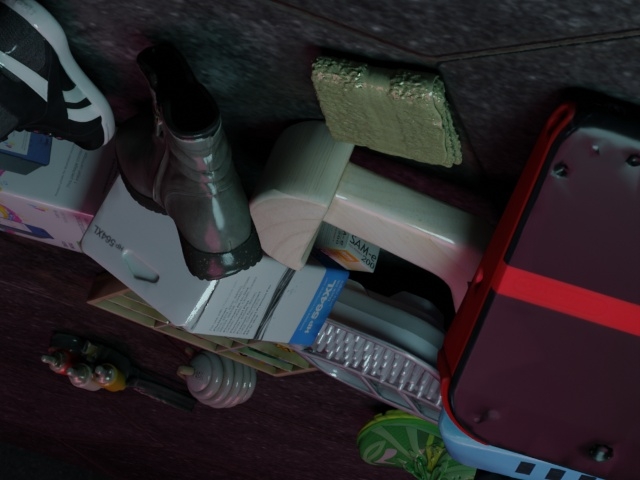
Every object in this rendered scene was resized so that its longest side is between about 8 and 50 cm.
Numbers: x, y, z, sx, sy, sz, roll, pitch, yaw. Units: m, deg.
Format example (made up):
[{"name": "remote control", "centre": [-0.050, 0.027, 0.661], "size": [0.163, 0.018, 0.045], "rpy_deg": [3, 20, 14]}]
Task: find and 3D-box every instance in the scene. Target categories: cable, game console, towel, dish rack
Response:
[{"name": "cable", "centre": [-0.293, 0.202, 2.604], "size": [0.139, 0.072, 0.287], "rpy_deg": [13, 164, 30]}, {"name": "game console", "centre": [0.307, 0.071, 1.404], "size": [0.386, 0.060, 0.342], "rpy_deg": [16, 128, -4]}, {"name": "towel", "centre": [0.051, -0.099, 1.396], "size": [0.110, 0.027, 0.148], "rpy_deg": [13, 164, 15]}, {"name": "dish rack", "centre": [0.062, 0.104, 1.887], "size": [0.285, 0.072, 0.333], "rpy_deg": [22, 169, 32]}]

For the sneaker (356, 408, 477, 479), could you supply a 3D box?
[{"name": "sneaker", "centre": [0.161, 0.290, 2.364], "size": [0.295, 0.123, 0.109], "rpy_deg": [4, 159, 38]}]

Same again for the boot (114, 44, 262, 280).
[{"name": "boot", "centre": [-0.114, -0.091, 1.468], "size": [0.246, 0.083, 0.161], "rpy_deg": [-130, 24, -53]}]

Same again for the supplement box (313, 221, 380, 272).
[{"name": "supplement box", "centre": [0.000, 0.000, 1.740], "size": [0.098, 0.036, 0.062], "rpy_deg": [5, 160, 32]}]

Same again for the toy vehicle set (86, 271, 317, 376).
[{"name": "toy vehicle set", "centre": [-0.125, 0.095, 2.162], "size": [0.267, 0.035, 0.166], "rpy_deg": [23, 162, -21]}]

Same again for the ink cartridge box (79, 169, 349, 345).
[{"name": "ink cartridge box", "centre": [-0.092, 0.018, 1.633], "size": [0.148, 0.086, 0.203], "rpy_deg": [35, -169, 28]}]

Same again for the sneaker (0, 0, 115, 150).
[{"name": "sneaker", "centre": [-0.246, -0.105, 1.470], "size": [0.079, 0.121, 0.217], "rpy_deg": [35, 167, 23]}]

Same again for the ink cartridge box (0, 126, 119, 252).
[{"name": "ink cartridge box", "centre": [-0.271, -0.062, 1.704], "size": [0.212, 0.093, 0.154], "rpy_deg": [17, 164, 4]}]

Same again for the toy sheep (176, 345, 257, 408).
[{"name": "toy sheep", "centre": [-0.132, 0.172, 2.334], "size": [0.132, 0.091, 0.091], "rpy_deg": [7, 174, -43]}]

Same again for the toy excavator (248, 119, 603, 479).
[{"name": "toy excavator", "centre": [0.182, 0.075, 1.600], "size": [0.433, 0.222, 0.445], "rpy_deg": [11, 149, 20]}]
